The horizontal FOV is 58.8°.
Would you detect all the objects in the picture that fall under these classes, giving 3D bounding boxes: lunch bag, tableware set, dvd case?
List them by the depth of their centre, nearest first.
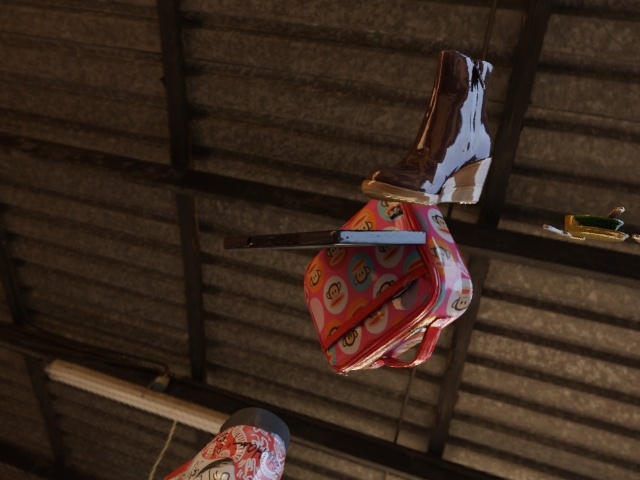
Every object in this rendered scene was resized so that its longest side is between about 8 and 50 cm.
[{"bbox_3d":[0.272,-0.006,0.462,0.154,0.104,0.024,9,-92,45],"label":"tableware set"},{"bbox_3d":[0.000,0.000,0.838,0.253,0.181,0.022,-2,-92,47],"label":"dvd case"},{"bbox_3d":[0.105,0.089,0.937,0.120,0.258,0.293,7,-39,-36],"label":"lunch bag"}]

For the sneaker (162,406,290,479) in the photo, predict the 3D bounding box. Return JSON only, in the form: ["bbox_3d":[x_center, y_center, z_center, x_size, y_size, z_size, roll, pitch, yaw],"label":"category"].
[{"bbox_3d":[-0.133,0.292,0.553,0.090,0.145,0.270,36,-66,-4],"label":"sneaker"}]

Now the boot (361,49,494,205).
[{"bbox_3d":[0.152,-0.153,0.778,0.090,0.249,0.206,11,-78,46],"label":"boot"}]
